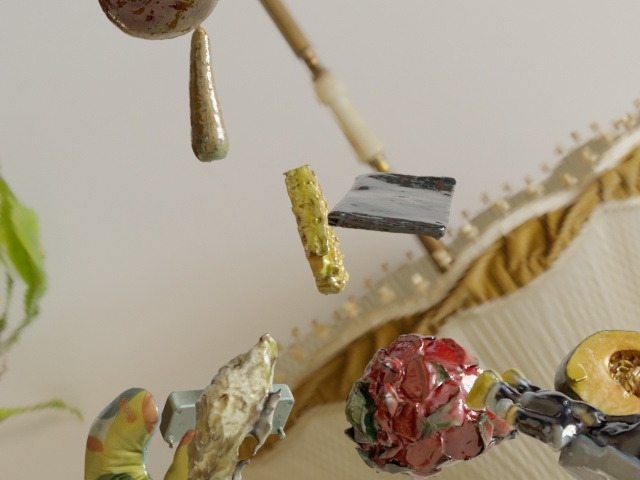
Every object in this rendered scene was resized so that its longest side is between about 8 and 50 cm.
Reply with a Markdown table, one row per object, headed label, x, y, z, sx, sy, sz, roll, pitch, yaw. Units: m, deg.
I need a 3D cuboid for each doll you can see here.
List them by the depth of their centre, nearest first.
| label | x | y | z | sx | sy | sz | roll | pitch | yaw |
| --- | --- | --- | --- | --- | --- | --- | --- | --- | --- |
| doll | 0.288 | 0.205 | 1.222 | 0.103 | 0.316 | 0.145 | -58 | 143 | -9 |

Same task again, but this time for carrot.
| label | x | y | z | sx | sy | sz | roll | pitch | yaw |
| --- | --- | --- | --- | --- | --- | --- | --- | --- | --- |
| carrot | -0.233 | -0.304 | 2.491 | 0.078 | 0.298 | 0.078 | -6 | 180 | 0 |

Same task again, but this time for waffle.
| label | x | y | z | sx | sy | sz | roll | pitch | yaw |
| --- | --- | --- | --- | --- | --- | --- | --- | --- | --- |
| waffle | 0.000 | 0.000 | 2.116 | 0.055 | 0.211 | 0.160 | -18 | 152 | 5 |

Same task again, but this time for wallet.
| label | x | y | z | sx | sy | sz | roll | pitch | yaw |
| --- | --- | --- | --- | --- | --- | --- | --- | --- | --- |
| wallet | 0.100 | -0.049 | 1.632 | 0.146 | 0.030 | 0.285 | 4 | -166 | 8 |

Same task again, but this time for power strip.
| label | x | y | z | sx | sy | sz | roll | pitch | yaw |
| --- | --- | --- | --- | --- | --- | --- | --- | --- | --- |
| power strip | -0.143 | 0.264 | 2.023 | 0.215 | 0.061 | 0.145 | -2 | 130 | -28 |

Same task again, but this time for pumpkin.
| label | x | y | z | sx | sy | sz | roll | pitch | yaw |
| --- | --- | --- | --- | --- | --- | --- | --- | --- | --- |
| pumpkin | 0.502 | 0.281 | 1.934 | 0.222 | 0.317 | 0.139 | -42 | 153 | -30 |

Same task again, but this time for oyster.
| label | x | y | z | sx | sy | sz | roll | pitch | yaw |
| --- | --- | --- | --- | --- | --- | --- | --- | --- | --- |
| oyster | -0.099 | 0.188 | 1.219 | 0.209 | 0.072 | 0.133 | -54 | -168 | 53 |

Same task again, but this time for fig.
| label | x | y | z | sx | sy | sz | roll | pitch | yaw |
| --- | --- | --- | --- | --- | --- | --- | --- | --- | --- |
| fig | -0.200 | -0.365 | 1.772 | 0.170 | 0.145 | 0.274 | -55 | 169 | 20 |

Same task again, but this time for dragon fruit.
| label | x | y | z | sx | sy | sz | roll | pitch | yaw |
| --- | --- | --- | --- | --- | --- | --- | --- | --- | --- |
| dragon fruit | 0.175 | 0.258 | 1.861 | 0.234 | 0.293 | 0.234 | -44 | -145 | 43 |

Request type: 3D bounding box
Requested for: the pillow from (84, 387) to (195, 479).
| label | x | y | z | sx | sy | sz | roll | pitch | yaw |
| --- | --- | --- | --- | --- | --- | --- | --- | --- | --- |
| pillow | -0.236 | 0.322 | 1.745 | 0.086 | 0.233 | 0.214 | -4 | 120 | -56 |
